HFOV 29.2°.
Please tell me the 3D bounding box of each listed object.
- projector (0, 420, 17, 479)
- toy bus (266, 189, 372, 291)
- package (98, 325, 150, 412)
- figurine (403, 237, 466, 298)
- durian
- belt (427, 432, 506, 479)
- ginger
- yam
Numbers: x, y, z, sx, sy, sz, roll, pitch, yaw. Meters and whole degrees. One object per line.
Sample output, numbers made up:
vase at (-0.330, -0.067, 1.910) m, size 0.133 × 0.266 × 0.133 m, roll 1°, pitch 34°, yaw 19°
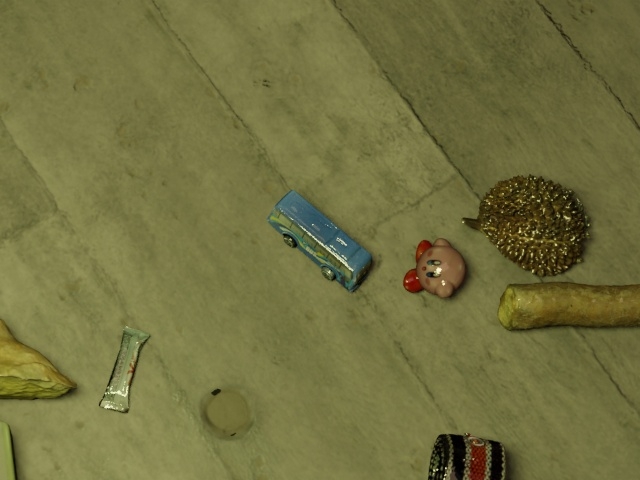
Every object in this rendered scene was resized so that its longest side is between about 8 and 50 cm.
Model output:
projector at (-0.492, 0.291, 1.432) m, size 0.269 × 0.088 × 0.193 m, roll -7°, pitch 70°, yaw -12°
toy bus at (0.000, 0.000, 1.636) m, size 0.153 × 0.061 × 0.051 m, roll 40°, pitch 63°, yaw 9°
package at (-0.247, 0.162, 1.559) m, size 0.037 × 0.015 × 0.110 m, roll 16°, pitch 69°, yaw -4°
figurine at (0.160, 0.037, 1.643) m, size 0.067 × 0.071 × 0.083 m, roll 27°, pitch 70°, yaw -44°
durian at (0.286, -0.031, 1.677) m, size 0.188 × 0.091 × 0.148 m, roll 0°, pitch 69°, yaw -7°
belt at (0.161, 0.407, 1.482) m, size 0.094 × 0.126 × 0.359 m, roll 8°, pitch 62°, yaw 5°
ginger at (-0.392, 0.139, 1.504) m, size 0.193 × 0.115 × 0.122 m, roll 13°, pitch 51°, yaw -16°
yam at (0.391, 0.086, 1.665) m, size 0.299 × 0.066 × 0.066 m, roll -1°, pitch 69°, yaw -10°
